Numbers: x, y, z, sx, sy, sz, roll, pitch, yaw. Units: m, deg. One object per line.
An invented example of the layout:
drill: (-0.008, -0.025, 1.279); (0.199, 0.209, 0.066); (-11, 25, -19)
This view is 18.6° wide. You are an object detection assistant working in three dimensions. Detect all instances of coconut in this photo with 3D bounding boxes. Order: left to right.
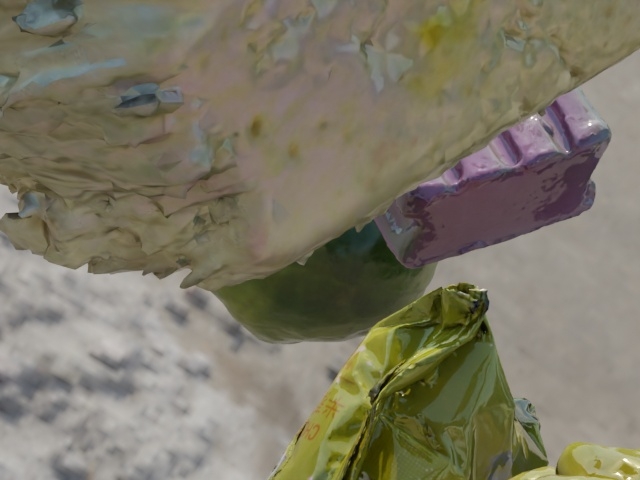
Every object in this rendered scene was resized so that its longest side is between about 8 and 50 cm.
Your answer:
coconut: (-0.060, -0.155, 0.529); (0.297, 0.297, 0.309); (1, 25, -45)

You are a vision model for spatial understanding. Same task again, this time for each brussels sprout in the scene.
brussels sprout: (0.004, 0.004, 1.349); (0.144, 0.161, 0.181); (52, 9, 11)

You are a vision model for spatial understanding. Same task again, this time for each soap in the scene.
soap: (0.054, -0.092, 1.034); (0.122, 0.065, 0.203); (-17, 58, -16)

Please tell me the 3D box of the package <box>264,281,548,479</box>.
package: (0.041, 0.117, 0.931); (0.090, 0.168, 0.226); (32, -12, 26)

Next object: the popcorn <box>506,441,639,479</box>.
popcorn: (0.101, 0.183, 0.629); (0.217, 0.181, 0.235); (13, 64, 2)
